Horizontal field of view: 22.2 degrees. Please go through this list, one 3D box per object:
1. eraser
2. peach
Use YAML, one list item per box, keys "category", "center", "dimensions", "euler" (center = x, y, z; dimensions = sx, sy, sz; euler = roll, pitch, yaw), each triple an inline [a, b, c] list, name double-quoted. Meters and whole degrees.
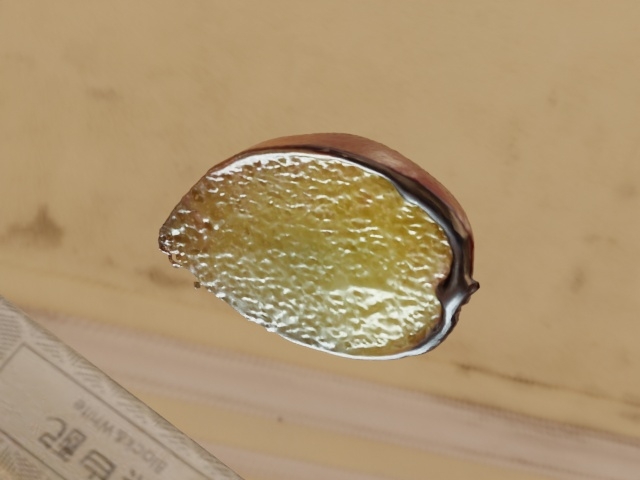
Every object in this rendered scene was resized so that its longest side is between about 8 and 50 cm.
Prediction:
- category: "eraser"
  center: [-0.094, 0.168, 0.979]
  dimensions: [0.404, 0.098, 0.096]
  euler: [34, -107, 20]
- category: "peach"
  center: [0.003, -0.002, 1.207]
  dimensions: [0.068, 0.279, 0.189]
  euler: [-43, -50, -45]
